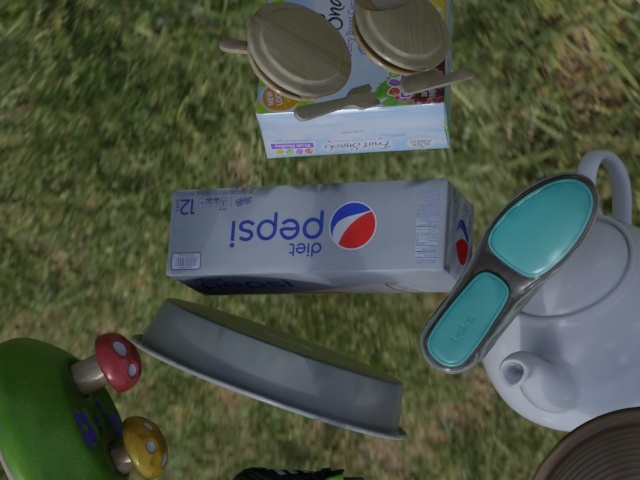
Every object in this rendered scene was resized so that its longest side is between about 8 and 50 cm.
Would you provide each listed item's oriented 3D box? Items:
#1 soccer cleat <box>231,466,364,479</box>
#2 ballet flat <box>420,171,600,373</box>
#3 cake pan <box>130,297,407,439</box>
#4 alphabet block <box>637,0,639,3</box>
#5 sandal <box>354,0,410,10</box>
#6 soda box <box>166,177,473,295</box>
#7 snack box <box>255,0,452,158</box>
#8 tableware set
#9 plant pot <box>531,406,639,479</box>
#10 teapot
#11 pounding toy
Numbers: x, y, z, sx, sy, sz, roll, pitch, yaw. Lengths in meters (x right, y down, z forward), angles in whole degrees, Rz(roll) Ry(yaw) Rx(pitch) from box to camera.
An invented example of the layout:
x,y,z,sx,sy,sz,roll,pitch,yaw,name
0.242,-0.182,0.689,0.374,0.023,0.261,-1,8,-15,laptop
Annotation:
x,y,z,sx,sy,sz,roll,pitch,yaw,name
-0.019,0.214,1.431,0.072,0.179,0.060,-21,76,22,soccer cleat
0.162,0.024,1.464,0.072,0.068,0.213,40,104,7,ballet flat
-0.043,0.124,1.693,0.293,0.293,0.054,20,90,-7,cake pan
0.253,-0.283,1.087,0.193,0.192,0.197,-24,132,-2,alphabet block
0.055,-0.214,0.802,0.060,0.090,0.219,16,106,27,sandal
0.000,0.000,1.648,0.286,0.098,0.091,-2,75,20,soda box
0.035,-0.178,1.592,0.175,0.207,0.070,-2,141,9,snack box
0.019,-0.152,1.336,0.128,0.194,0.039,60,141,16,tableware set
0.287,0.268,1.482,0.237,0.110,0.237,0,90,14,plant pot
0.268,0.056,1.760,0.253,0.256,0.187,-29,127,-3,teapot
-0.182,0.165,1.379,0.110,0.237,0.183,-25,126,10,pounding toy
